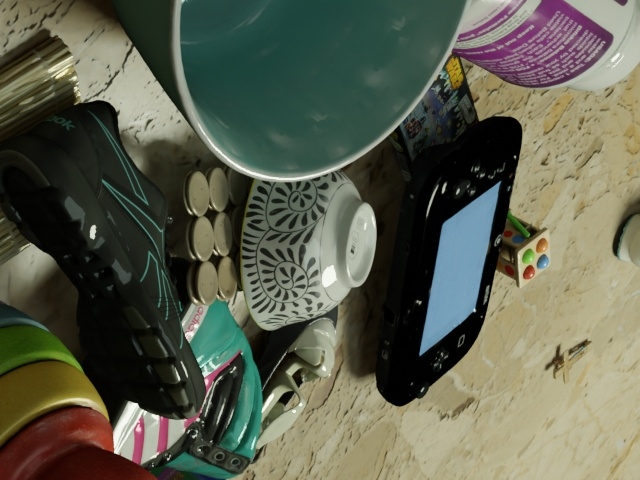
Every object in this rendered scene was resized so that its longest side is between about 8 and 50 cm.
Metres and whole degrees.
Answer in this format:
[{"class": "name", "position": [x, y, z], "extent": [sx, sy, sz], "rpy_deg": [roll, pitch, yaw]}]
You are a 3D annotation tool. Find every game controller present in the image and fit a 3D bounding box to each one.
[{"class": "game controller", "position": [0.129, 0.023, 1.538], "extent": [0.166, 0.067, 0.319], "rpy_deg": [-26, 140, -34]}]

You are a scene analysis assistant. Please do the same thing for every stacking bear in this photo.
[{"class": "stacking bear", "position": [-0.215, 0.147, 1.049], "extent": [0.164, 0.289, 0.175], "rpy_deg": [-55, 151, 3]}]

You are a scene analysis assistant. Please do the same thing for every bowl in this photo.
[{"class": "bowl", "position": [-0.037, -0.215, 1.145], "extent": [0.311, 0.163, 0.311], "rpy_deg": [-26, 131, -35]}, {"class": "bowl", "position": [0.000, 0.000, 1.340], "extent": [0.170, 0.080, 0.170], "rpy_deg": [7, 90, -70]}]

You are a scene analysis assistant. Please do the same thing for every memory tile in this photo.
[{"class": "memory tile", "position": [-0.078, -0.008, 1.288], "extent": [0.148, 0.012, 0.113], "rpy_deg": [-20, 106, -67]}]

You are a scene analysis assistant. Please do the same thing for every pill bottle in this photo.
[{"class": "pill bottle", "position": [0.179, -0.231, 1.372], "extent": [0.301, 0.169, 0.169], "rpy_deg": [18, 99, -51]}]

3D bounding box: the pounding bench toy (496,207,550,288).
[{"class": "pounding bench toy", "position": [0.209, -0.002, 1.637], "extent": [0.052, 0.065, 0.083], "rpy_deg": [-35, 136, -28]}]

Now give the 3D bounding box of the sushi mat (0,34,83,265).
[{"class": "sushi mat", "position": [-0.293, -0.010, 1.108], "extent": [0.316, 0.019, 0.151], "rpy_deg": [-37, 138, -27]}]

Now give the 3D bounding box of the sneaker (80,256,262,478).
[{"class": "sneaker", "position": [-0.154, 0.178, 1.309], "extent": [0.295, 0.124, 0.178], "rpy_deg": [-54, 132, -10]}]

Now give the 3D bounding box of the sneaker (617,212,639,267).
[{"class": "sneaker", "position": [0.467, 0.002, 1.908], "extent": [0.228, 0.092, 0.087], "rpy_deg": [-17, 123, -43]}]

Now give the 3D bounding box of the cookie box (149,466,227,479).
[{"class": "cookie box", "position": [-0.126, 0.246, 1.387], "extent": [0.092, 0.107, 0.040], "rpy_deg": [-40, 138, -24]}]

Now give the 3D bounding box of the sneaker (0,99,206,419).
[{"class": "sneaker", "position": [-0.142, 0.018, 1.164], "extent": [0.106, 0.101, 0.267], "rpy_deg": [-47, 124, -40]}]

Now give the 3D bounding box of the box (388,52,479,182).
[{"class": "box", "position": [0.103, -0.127, 1.468], "extent": [0.094, 0.027, 0.137], "rpy_deg": [-46, 140, -19]}]

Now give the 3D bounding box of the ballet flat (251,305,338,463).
[{"class": "ballet flat", "position": [-0.029, 0.128, 1.451], "extent": [0.203, 0.074, 0.074], "rpy_deg": [-53, 142, -9]}]

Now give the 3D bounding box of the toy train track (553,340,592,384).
[{"class": "toy train track", "position": [0.308, 0.146, 1.888], "extent": [0.083, 0.014, 0.048], "rpy_deg": [-32, 128, -39]}]
